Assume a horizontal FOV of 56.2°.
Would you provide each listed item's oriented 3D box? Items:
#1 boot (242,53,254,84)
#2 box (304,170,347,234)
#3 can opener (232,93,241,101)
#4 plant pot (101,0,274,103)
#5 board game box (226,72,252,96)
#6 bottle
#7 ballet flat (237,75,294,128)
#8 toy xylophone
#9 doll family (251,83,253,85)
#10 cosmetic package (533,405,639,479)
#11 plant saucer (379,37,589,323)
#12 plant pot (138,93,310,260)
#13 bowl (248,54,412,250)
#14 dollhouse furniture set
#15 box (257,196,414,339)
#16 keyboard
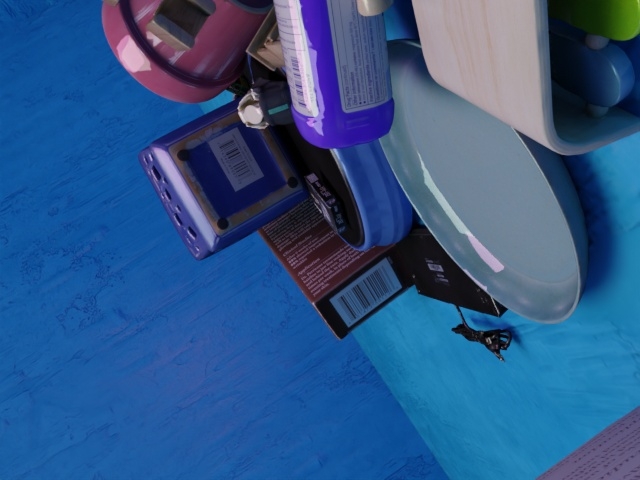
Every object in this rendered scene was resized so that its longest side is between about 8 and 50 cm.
[{"bbox_3d":[-0.161,-0.337,1.013,0.213,0.077,0.165,64,-148,-28],"label":"boot"},{"bbox_3d":[0.009,-0.058,0.920,0.083,0.018,0.067,53,169,37],"label":"box"},{"bbox_3d":[-0.177,-0.356,1.467,0.186,0.073,0.059,-162,78,-73],"label":"can opener"},{"bbox_3d":[-0.156,-0.309,0.794,0.180,0.201,0.201,-22,103,43],"label":"plant pot"},{"bbox_3d":[-0.208,-0.393,1.096,0.136,0.030,0.259,4,-118,-56],"label":"board game box"},{"bbox_3d":[0.002,-0.226,0.510,0.118,0.092,0.282,-117,15,-61],"label":"bottle"},{"bbox_3d":[-0.078,-0.186,0.823,0.074,0.074,0.203,60,172,-20],"label":"ballet flat"},{"bbox_3d":[0.085,-0.194,0.325,0.236,0.081,0.322,51,170,37],"label":"toy xylophone"},{"bbox_3d":[-0.123,-0.313,1.187,0.111,0.076,0.193,61,170,8],"label":"doll family"},{"bbox_3d":[0.250,0.292,0.330,0.327,0.329,0.393,55,173,21],"label":"cosmetic package"},{"bbox_3d":[0.152,-0.061,0.596,0.317,0.044,0.317,56,172,13],"label":"plant saucer"},{"bbox_3d":[-0.165,-0.116,1.055,0.235,0.236,0.212,61,165,-8],"label":"plant pot"},{"bbox_3d":[0.004,-0.155,0.944,0.391,0.077,0.391,58,172,14],"label":"bowl"},{"bbox_3d":[-0.098,-0.292,0.629,0.242,0.212,0.161,31,-177,-26],"label":"dollhouse furniture set"},{"bbox_3d":[0.000,0.000,1.207,0.381,0.191,0.143,50,174,45],"label":"box"},{"bbox_3d":[0.197,0.069,0.885,0.201,0.033,0.317,65,173,-5],"label":"keyboard"}]
